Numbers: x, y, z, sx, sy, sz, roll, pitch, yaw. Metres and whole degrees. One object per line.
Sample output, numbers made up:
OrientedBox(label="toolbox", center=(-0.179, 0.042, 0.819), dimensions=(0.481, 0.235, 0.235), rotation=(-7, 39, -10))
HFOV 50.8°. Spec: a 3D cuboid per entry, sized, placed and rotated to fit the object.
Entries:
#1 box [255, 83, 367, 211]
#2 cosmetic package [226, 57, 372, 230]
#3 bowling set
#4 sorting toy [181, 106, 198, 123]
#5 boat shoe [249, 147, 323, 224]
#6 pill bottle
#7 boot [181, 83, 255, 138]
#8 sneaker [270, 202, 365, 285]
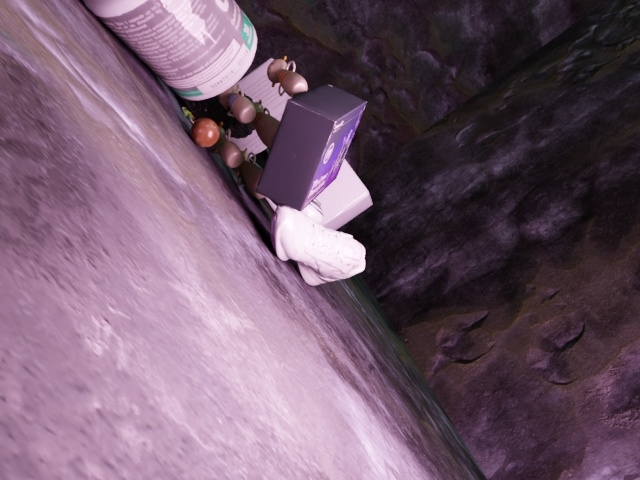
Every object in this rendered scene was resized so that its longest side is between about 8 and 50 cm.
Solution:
OrientedBox(label="box", center=(-0.011, -0.186, 1.296), dimensions=(0.103, 0.184, 0.261), rotation=(23, 24, 8))
OrientedBox(label="cosmetic package", center=(-0.082, -0.227, 1.805), dimensions=(0.453, 0.230, 0.161), rotation=(56, 3, 11))
OrientedBox(label="bowling set", center=(-0.167, -0.237, 1.316), dimensions=(0.199, 0.287, 0.154), rotation=(8, 27, -35))
OrientedBox(label="sorting toy", center=(-0.262, -0.249, 1.386), dimensions=(0.062, 0.012, 0.083), rotation=(55, 3, -9))
OrientedBox(label="boat shoe", center=(-0.077, -0.138, 1.497), dimensions=(0.121, 0.119, 0.335), rotation=(43, -2, -41))
OrientedBox(label="pill bottle", center=(-0.283, -0.426, 1.177), dimensions=(0.204, 0.204, 0.361), rotation=(57, 8, 35))
OrientedBox(label="boot", center=(-0.276, -0.386, 1.512), dimensions=(0.348, 0.131, 0.260), rotation=(61, 7, -2))
OrientedBox(label="sneaker", center=(0.000, 0.000, 1.330), dimensions=(0.305, 0.152, 0.114), rotation=(46, 41, -62))
